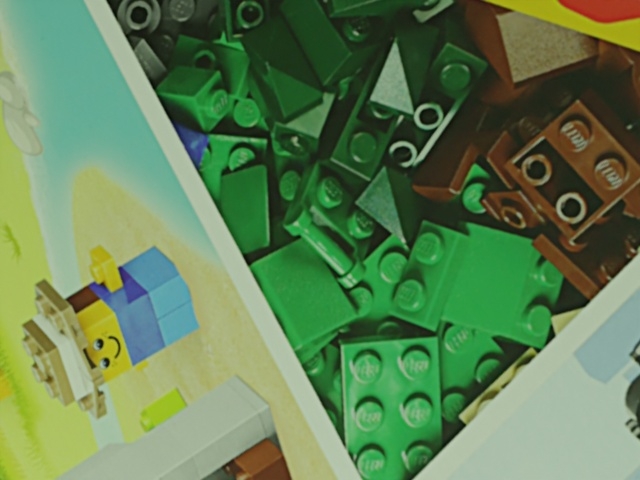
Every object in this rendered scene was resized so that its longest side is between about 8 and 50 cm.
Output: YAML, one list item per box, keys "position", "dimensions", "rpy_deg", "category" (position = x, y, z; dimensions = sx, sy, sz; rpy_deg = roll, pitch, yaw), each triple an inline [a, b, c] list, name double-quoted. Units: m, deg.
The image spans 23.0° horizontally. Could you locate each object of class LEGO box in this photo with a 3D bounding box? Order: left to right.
- position: [0.038, 0.094, 0.442]
  dimensions: [0.372, 0.500, 0.193]
  rpy_deg: [-38, 168, 9]
  category: "LEGO box"
